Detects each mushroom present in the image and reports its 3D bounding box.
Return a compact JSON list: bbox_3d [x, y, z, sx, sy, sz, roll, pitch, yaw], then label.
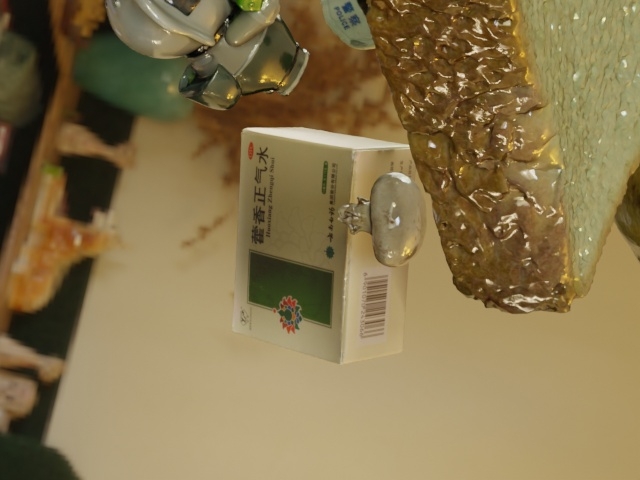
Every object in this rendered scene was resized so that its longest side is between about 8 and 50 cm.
[{"bbox_3d":[0.054,-0.018,1.291,0.085,0.079,0.085,-1,90,-80],"label":"mushroom"}]

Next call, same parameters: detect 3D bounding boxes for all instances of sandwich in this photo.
[{"bbox_3d":[0.120,-0.133,0.814,0.254,0.099,0.288,-61,145,-31],"label":"sandwich"}]

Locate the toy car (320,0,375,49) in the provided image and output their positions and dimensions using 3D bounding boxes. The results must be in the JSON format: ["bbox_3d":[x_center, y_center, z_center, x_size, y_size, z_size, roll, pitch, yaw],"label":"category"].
[{"bbox_3d":[0.095,-0.248,1.347,0.095,0.205,0.056,61,12,-14],"label":"toy car"}]

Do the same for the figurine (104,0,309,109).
[{"bbox_3d":[-0.097,-0.177,1.103,0.126,0.192,0.147,-61,-151,2],"label":"figurine"}]

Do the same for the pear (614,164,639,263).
[{"bbox_3d":[0.352,-0.040,1.274,0.200,0.200,0.200,-168,-90,-89],"label":"pear"}]

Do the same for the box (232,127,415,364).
[{"bbox_3d":[0.000,0.000,1.441,0.168,0.095,0.212,13,-76,46],"label":"box"}]
